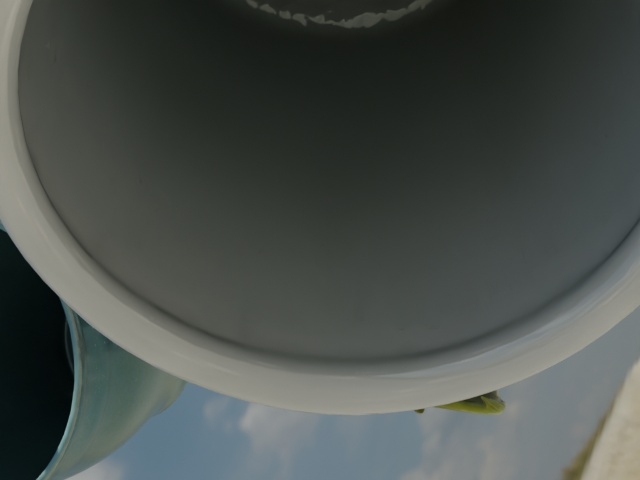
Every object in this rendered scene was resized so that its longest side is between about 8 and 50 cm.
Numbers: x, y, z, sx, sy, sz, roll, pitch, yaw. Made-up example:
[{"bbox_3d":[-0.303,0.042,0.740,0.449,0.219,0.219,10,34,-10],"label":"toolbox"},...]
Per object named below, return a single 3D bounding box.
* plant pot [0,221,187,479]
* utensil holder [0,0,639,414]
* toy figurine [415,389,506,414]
[{"bbox_3d":[-0.264,0.110,1.126,0.255,0.272,0.271,0,-74,-63],"label":"plant pot"},{"bbox_3d":[0.012,-0.154,0.631,0.385,0.328,0.327,-91,2,-52],"label":"utensil holder"},{"bbox_3d":[0.000,0.000,0.884,0.191,0.362,0.217,27,-104,-32],"label":"toy figurine"}]
